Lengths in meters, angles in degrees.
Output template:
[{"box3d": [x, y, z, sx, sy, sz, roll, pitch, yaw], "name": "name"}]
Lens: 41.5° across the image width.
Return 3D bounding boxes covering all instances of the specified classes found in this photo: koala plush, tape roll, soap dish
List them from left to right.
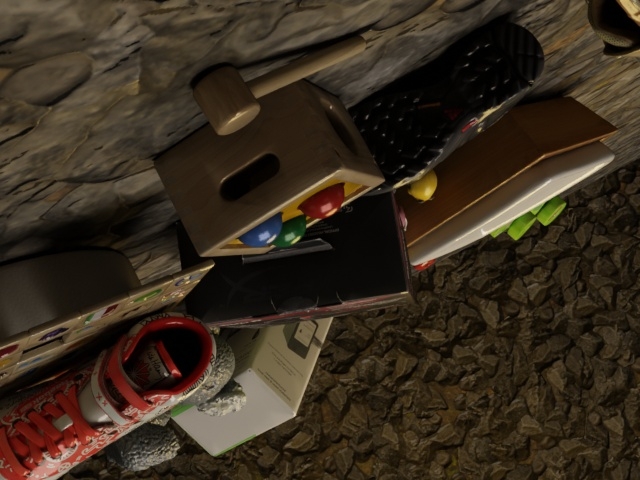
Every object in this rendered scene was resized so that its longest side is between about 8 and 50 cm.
[{"box3d": [-0.346, 0.129, 0.803, 0.392, 0.072, 0.392, -27, 170, -5], "name": "tape roll"}, {"box3d": [-0.219, 0.189, 1.180, 0.221, 0.196, 0.203, -21, 180, -28], "name": "koala plush"}, {"box3d": [0.245, -0.087, 1.193, 0.229, 0.118, 0.291, -19, 167, -46], "name": "soap dish"}]

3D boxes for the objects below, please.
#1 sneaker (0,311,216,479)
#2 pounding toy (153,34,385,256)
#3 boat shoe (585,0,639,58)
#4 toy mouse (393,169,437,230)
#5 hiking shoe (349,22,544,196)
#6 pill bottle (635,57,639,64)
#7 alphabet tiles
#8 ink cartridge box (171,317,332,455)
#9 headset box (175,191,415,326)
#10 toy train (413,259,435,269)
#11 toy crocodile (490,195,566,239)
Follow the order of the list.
[{"box3d": [-0.214, 0.146, 0.735, 0.270, 0.090, 0.145, -25, 170, -37], "name": "sneaker"}, {"box3d": [-0.023, -0.062, 0.617, 0.181, 0.094, 0.206, -30, 171, 16], "name": "pounding toy"}, {"box3d": [0.267, -0.204, 0.664, 0.120, 0.122, 0.324, -26, 164, 20], "name": "boat shoe"}, {"box3d": [0.087, -0.045, 1.101, 0.143, 0.031, 0.161, -19, 146, -12], "name": "toy mouse"}, {"box3d": [0.106, -0.106, 0.782, 0.227, 0.086, 0.114, -29, 170, 15], "name": "hiking shoe"}, {"box3d": [0.441, -0.245, 0.893, 0.208, 0.119, 0.119, -34, 169, 31], "name": "pill bottle"}, {"box3d": [-0.214, 0.092, 0.735, 0.198, 0.009, 0.237, -22, 170, -34], "name": "alphabet tiles"}, {"box3d": [-0.105, 0.195, 1.401, 0.198, 0.115, 0.273, -34, -162, 32], "name": "ink cartridge box"}, {"box3d": [-0.014, 0.028, 0.907, 0.218, 0.110, 0.293, -10, 173, 7], "name": "headset box"}, {"box3d": [0.094, 0.008, 1.364, 0.248, 0.105, 0.143, -23, 159, -27], "name": "toy train"}, {"box3d": [0.420, -0.088, 1.731, 0.340, 0.115, 0.105, -21, 150, -46], "name": "toy crocodile"}]
